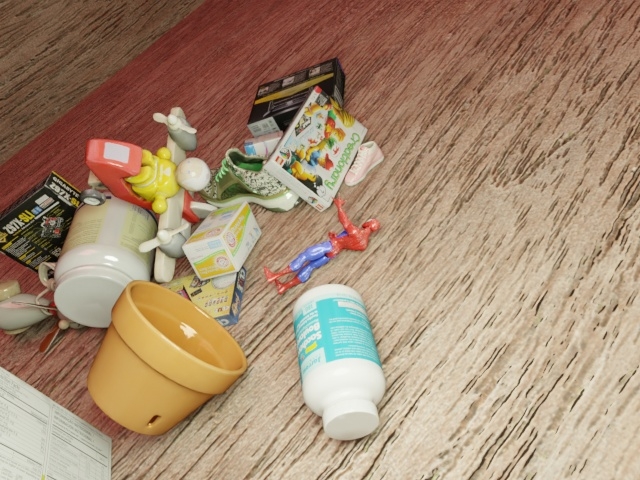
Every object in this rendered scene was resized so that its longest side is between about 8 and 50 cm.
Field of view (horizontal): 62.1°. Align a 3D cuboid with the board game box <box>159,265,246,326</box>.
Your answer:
[{"bbox_3d":[-0.308,0.154,1.313,0.244,0.042,0.165,-15,43,18],"label":"board game box"}]

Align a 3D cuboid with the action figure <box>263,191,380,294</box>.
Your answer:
[{"bbox_3d":[0.000,0.000,1.236,0.281,0.091,0.139,-26,49,6],"label":"action figure"}]

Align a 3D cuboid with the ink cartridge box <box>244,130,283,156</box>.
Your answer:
[{"bbox_3d":[-0.167,-0.291,1.633,0.123,0.052,0.088,-15,24,1],"label":"ink cartridge box"}]

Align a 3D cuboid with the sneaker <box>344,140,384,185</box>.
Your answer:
[{"bbox_3d":[0.105,-0.209,1.401,0.134,0.070,0.051,-42,43,-11],"label":"sneaker"}]

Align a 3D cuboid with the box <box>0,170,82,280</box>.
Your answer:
[{"bbox_3d":[-0.814,-0.031,1.609,0.322,0.257,0.079,-30,37,20],"label":"box"}]

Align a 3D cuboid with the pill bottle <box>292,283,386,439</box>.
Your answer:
[{"bbox_3d":[0.033,0.216,0.958,0.146,0.146,0.264,-24,40,10],"label":"pill bottle"}]

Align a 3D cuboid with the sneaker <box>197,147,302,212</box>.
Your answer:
[{"bbox_3d":[-0.226,-0.199,1.510,0.411,0.182,0.158,5,53,36],"label":"sneaker"}]

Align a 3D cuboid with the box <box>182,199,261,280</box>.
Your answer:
[{"bbox_3d":[-0.243,-0.003,1.340,0.114,0.103,0.203,-14,25,20],"label":"box"}]

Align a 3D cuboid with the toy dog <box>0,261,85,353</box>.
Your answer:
[{"bbox_3d":[-0.819,0.210,1.472,0.334,0.220,0.161,-18,19,30],"label":"toy dog"}]

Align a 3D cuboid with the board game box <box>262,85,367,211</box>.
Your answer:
[{"bbox_3d":[-0.006,-0.249,1.419,0.053,0.193,0.305,-29,29,52],"label":"board game box"}]

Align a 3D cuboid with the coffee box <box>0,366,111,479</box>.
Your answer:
[{"bbox_3d":[-0.618,0.491,0.937,0.338,0.338,0.334,-29,40,3],"label":"coffee box"}]

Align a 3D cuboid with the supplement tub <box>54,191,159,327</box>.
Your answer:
[{"bbox_3d":[-0.573,0.047,1.437,0.236,0.235,0.324,-22,41,12],"label":"supplement tub"}]

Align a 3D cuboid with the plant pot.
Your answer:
[{"bbox_3d":[-0.324,0.246,1.071,0.203,0.291,0.291,-51,42,1],"label":"plant pot"}]

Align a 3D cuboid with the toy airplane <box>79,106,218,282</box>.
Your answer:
[{"bbox_3d":[-0.387,-0.133,1.389,0.273,0.385,0.384,-14,20,27],"label":"toy airplane"}]

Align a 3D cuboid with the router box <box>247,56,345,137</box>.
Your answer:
[{"bbox_3d":[-0.076,-0.468,1.766,0.309,0.081,0.242,-13,44,21],"label":"router box"}]
